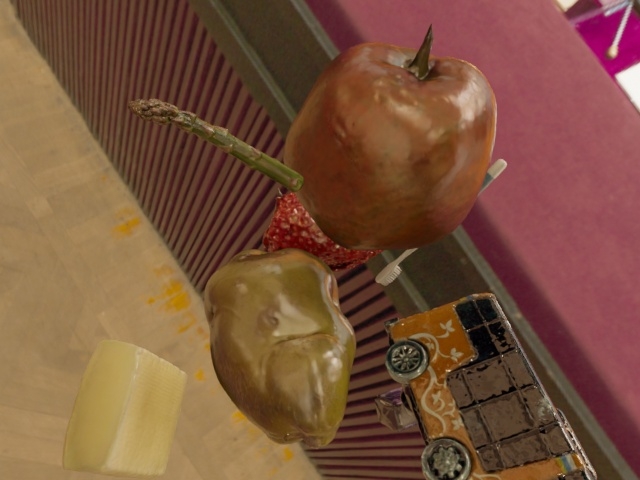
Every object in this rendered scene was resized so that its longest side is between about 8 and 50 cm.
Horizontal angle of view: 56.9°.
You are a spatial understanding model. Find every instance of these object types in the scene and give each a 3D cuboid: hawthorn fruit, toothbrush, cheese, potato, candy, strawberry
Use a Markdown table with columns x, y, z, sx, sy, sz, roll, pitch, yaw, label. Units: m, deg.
| x | y | z | sx | sy | sz | roll | pitch | yaw | label |
| --- | --- | --- | --- | --- | --- | --- | --- | --- | --- |
| 0.102 | -0.136 | 0.778 | 0.268 | 0.300 | 0.267 | 11 | 46 | -12 | hawthorn fruit |
| 0.191 | -0.024 | 0.938 | 0.025 | 0.275 | 0.019 | 35 | 16 | -36 | toothbrush |
| -0.386 | 0.351 | 1.200 | 0.124 | 0.265 | 0.242 | 1 | 66 | 10 | cheese |
| -0.059 | 0.146 | 0.872 | 0.218 | 0.202 | 0.350 | -26 | 45 | 3 | potato |
| 0.259 | 0.285 | 1.141 | 0.313 | 0.088 | 0.061 | -14 | 94 | -22 | candy |
| 0.006 | 0.013 | 1.047 | 0.228 | 0.174 | 0.098 | 19 | 46 | 18 | strawberry |

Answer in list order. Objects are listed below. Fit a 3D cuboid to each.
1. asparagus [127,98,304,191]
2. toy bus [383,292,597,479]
| x | y | z | sx | sy | sz | roll | pitch | yaw | label |
| --- | --- | --- | --- | --- | --- | --- | --- | --- | --- |
| -0.086 | -0.089 | 0.572 | 0.249 | 0.024 | 0.025 | 21 | 41 | -58 | asparagus |
| 0.219 | 0.248 | 0.805 | 0.194 | 0.161 | 0.323 | -21 | 48 | 3 | toy bus |
